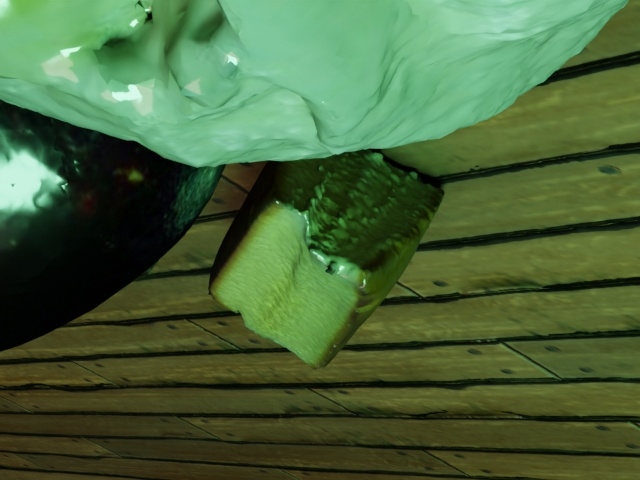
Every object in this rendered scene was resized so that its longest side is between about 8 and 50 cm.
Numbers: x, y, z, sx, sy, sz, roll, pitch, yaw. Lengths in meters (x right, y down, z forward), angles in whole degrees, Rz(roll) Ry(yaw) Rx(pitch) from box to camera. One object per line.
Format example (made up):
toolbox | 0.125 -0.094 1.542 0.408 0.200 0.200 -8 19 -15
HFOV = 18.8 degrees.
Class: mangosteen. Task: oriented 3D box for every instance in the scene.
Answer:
mangosteen | -0.147 -0.076 0.833 0.243 0.243 0.243 20 162 7

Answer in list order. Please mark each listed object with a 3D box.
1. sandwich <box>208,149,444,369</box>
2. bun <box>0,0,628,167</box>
sandwich | 0.000 0.000 1.058 0.094 0.096 0.258 29 164 -2
bun | -0.054 -0.148 0.488 0.362 0.211 0.362 20 160 8
